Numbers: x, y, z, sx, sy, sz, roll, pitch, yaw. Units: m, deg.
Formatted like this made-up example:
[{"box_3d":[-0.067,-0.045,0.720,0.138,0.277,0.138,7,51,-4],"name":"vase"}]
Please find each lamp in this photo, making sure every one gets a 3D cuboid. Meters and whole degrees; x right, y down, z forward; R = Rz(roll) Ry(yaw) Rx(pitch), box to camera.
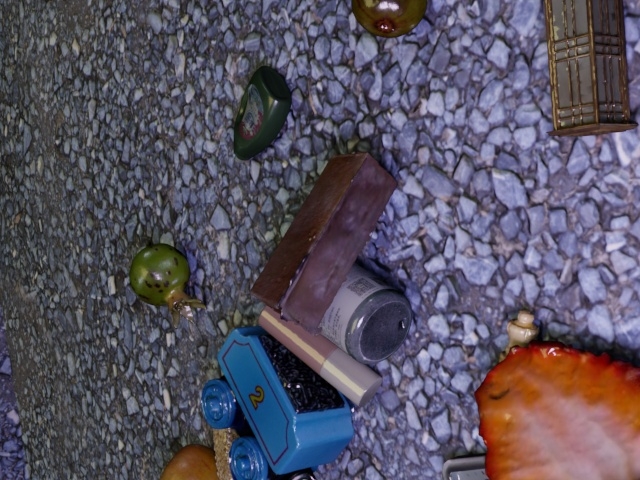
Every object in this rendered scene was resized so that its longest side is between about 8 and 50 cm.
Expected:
[{"box_3d":[0.350,-0.303,1.168,0.090,0.089,0.325,-3,92,52],"name":"lamp"}]

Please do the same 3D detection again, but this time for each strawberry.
[{"box_3d":[0.351,0.279,1.181,0.265,0.149,0.336,-44,36,4],"name":"strawberry"}]

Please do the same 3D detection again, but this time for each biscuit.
[{"box_3d":[-0.199,0.469,1.972,0.082,0.070,0.168,-22,75,47],"name":"biscuit"}]

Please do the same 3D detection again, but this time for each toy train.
[{"box_3d":[-0.084,0.330,1.725,0.265,0.188,0.300,-56,51,33],"name":"toy train"}]

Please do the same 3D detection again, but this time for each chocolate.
[{"box_3d":[0.000,0.000,1.502,0.112,0.112,0.321,12,68,49],"name":"chocolate"}]

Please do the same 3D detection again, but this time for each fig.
[{"box_3d":[0.114,-0.444,1.448,0.124,0.124,0.236,-25,55,50],"name":"fig"}]

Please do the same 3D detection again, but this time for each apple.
[{"box_3d":[-0.291,0.569,2.029,0.155,0.182,0.182,34,125,10],"name":"apple"}]

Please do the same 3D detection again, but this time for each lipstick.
[{"box_3d":[-0.003,0.204,1.636,0.254,0.070,0.070,37,124,23],"name":"lipstick"}]

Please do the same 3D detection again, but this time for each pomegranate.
[{"box_3d":[-0.355,0.099,2.084,0.220,0.156,0.156,35,127,7],"name":"pomegranate"}]

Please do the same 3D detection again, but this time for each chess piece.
[{"box_3d":[0.294,0.187,1.331,0.060,0.060,0.171,26,112,47],"name":"chess piece"}]

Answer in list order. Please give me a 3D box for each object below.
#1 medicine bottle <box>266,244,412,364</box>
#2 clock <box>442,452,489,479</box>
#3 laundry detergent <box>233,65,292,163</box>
[{"box_3d":[0.022,0.097,1.588,0.293,0.141,0.141,33,120,44],"name":"medicine bottle"},{"box_3d":[0.319,0.454,1.335,0.279,0.049,0.273,-24,75,50],"name":"clock"},{"box_3d":[-0.133,-0.246,1.806,0.211,0.063,0.137,-57,49,41],"name":"laundry detergent"}]
